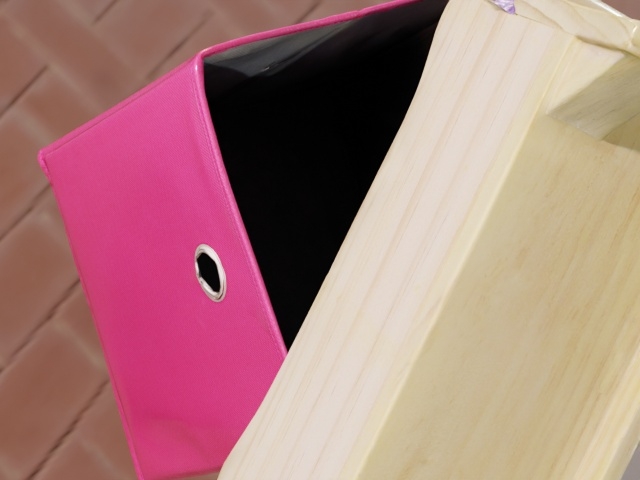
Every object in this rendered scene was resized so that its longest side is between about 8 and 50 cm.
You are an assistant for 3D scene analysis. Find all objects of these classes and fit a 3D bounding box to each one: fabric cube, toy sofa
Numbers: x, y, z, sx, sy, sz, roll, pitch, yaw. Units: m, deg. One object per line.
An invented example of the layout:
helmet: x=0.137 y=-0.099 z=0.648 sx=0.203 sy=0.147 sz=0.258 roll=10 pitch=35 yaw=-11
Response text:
fabric cube: x=0.000 y=0.000 z=1.277 sx=0.259 sy=0.258 sz=0.254 roll=-17 pitch=88 yaw=-32
toy sofa: x=0.101 y=0.048 z=1.039 sx=0.150 sy=0.362 sz=0.177 roll=24 pitch=4 yaw=-29

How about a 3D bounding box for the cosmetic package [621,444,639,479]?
cosmetic package: x=0.146 y=0.192 z=1.475 sx=0.377 sy=0.097 sz=0.284 roll=19 pitch=58 yaw=-3
